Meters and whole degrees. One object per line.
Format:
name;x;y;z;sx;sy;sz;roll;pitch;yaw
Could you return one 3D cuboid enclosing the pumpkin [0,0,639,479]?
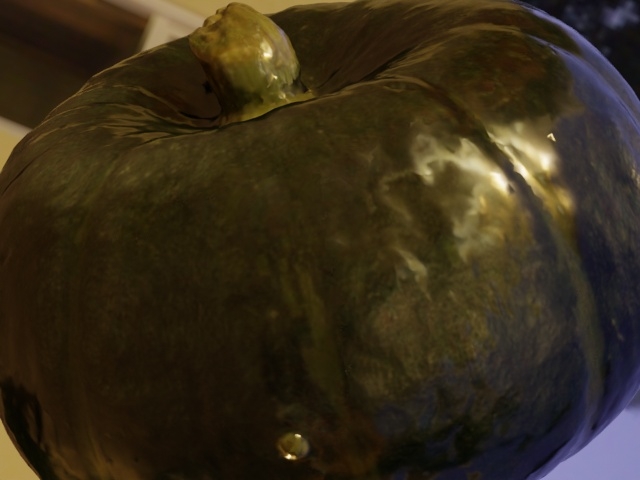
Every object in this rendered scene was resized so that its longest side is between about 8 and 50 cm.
pumpkin;0.000;0.000;0.767;0.300;0.300;0.207;-134;-151;-68
